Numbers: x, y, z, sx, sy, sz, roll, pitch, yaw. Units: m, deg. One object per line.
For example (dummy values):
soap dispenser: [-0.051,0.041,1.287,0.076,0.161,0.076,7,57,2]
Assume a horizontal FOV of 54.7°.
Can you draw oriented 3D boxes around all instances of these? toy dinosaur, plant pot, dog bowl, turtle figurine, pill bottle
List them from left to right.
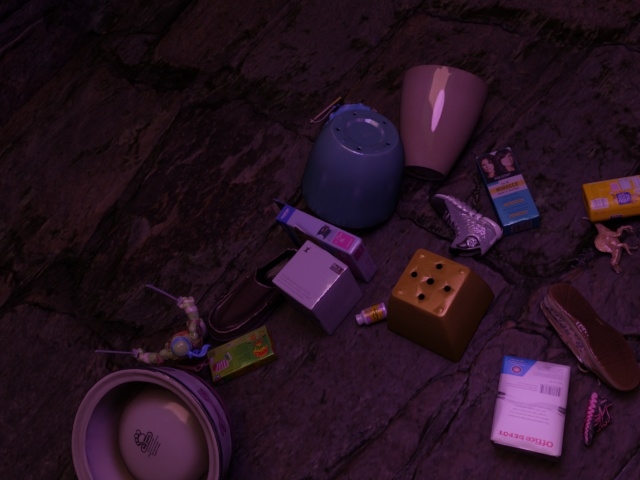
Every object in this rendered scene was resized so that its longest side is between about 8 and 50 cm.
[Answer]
dog bowl: [-0.391,0.494,1.506,0.408,0.150,0.407,1,93,19]
turtle figurine: [-0.408,0.238,1.658,0.275,0.266,0.197,13,79,0]
plant pot: [0.102,-0.221,1.730,0.293,0.235,0.293,5,51,-6]
pill bottle: [0.137,0.198,1.647,0.083,0.043,0.043,-22,56,6]
plant pot: [0.332,-0.322,1.788,0.257,0.256,0.273,11,81,24]
plant pot: [0.288,0.142,1.542,0.212,0.187,0.212,24,71,29]
toy dinosaur: [0.734,-0.010,1.558,0.093,0.053,0.183,-19,56,9]

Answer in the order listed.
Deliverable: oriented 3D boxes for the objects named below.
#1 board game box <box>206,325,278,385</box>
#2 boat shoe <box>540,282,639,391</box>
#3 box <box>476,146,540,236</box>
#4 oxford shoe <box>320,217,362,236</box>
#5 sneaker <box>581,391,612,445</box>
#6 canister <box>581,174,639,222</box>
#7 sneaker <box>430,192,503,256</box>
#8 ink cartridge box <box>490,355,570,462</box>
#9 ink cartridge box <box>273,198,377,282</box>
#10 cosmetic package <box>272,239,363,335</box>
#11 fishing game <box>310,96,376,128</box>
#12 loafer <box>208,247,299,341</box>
board game box: [-0.215,0.316,1.700,0.181,0.043,0.092,-25,56,4]
boat shoe: [0.625,0.231,1.445,0.105,0.089,0.285,-13,56,-20]
box: [0.514,-0.137,1.704,0.101,0.060,0.244,-17,57,9]
oxford shoe: [0.032,-0.087,1.823,0.083,0.096,0.227,-45,58,-11]
sneaker: [0.614,0.399,1.368,0.057,0.047,0.119,18,69,15]
canister: [0.768,-0.109,1.580,0.170,0.073,0.126,-9,37,17]
sneaker: [0.367,-0.033,1.682,0.229,0.086,0.132,33,78,31]
ink cartridge box: [0.476,0.379,1.398,0.148,0.086,0.203,7,64,23]
ink cartridge box: [0.000,0.000,1.726,0.311,0.186,0.065,28,75,31]
cosmetic package: [-0.004,0.128,1.653,0.151,0.183,0.151,32,75,32]
fishing game: [0.095,-0.375,2.005,0.189,0.041,0.264,-37,56,-2]
loafer: [-0.179,0.135,1.742,0.366,0.130,0.134,-40,56,-7]
